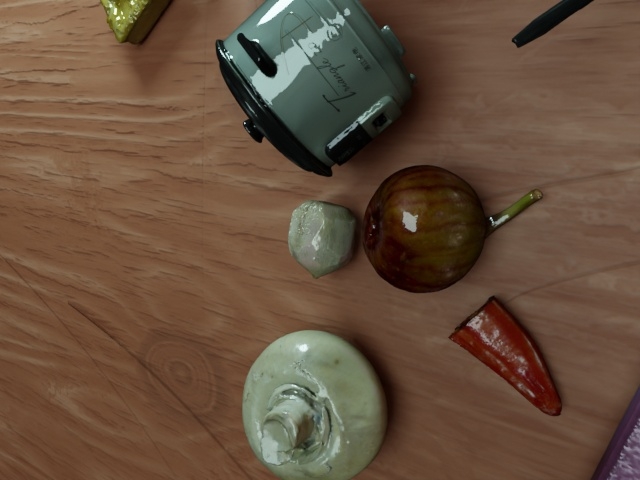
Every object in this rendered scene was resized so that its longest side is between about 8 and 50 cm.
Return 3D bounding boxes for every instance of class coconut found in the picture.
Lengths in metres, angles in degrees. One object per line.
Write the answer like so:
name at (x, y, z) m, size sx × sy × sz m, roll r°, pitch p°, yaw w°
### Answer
coconut at (0.000, 0.000, 0.790) m, size 0.110 × 0.110 × 0.125 m, roll 15°, pitch 96°, yaw 30°

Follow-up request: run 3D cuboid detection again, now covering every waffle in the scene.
waffle at (-0.346, -0.540, 0.986) m, size 0.274 × 0.057 × 0.168 m, roll -37°, pitch 76°, yaw 29°

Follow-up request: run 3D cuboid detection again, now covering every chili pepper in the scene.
chili pepper at (0.261, 0.165, 0.669) m, size 0.169 × 0.064 × 0.088 m, roll 50°, pitch 118°, yaw 15°

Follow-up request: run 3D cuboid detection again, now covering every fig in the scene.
fig at (0.165, -0.013, 0.674) m, size 0.175 × 0.206 × 0.175 m, roll -179°, pitch 90°, yaw -71°

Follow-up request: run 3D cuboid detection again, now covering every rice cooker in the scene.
rice cooker at (-0.014, -0.221, 0.687) m, size 0.227 × 0.280 × 0.241 m, roll -38°, pitch 76°, yaw 12°

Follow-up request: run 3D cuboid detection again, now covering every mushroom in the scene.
mushroom at (-0.019, 0.267, 0.773) m, size 0.245 × 0.202 × 0.247 m, roll 1°, pitch 93°, yaw 21°

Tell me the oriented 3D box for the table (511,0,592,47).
table at (0.285, -0.337, 0.395) m, size 0.248 × 0.317 × 0.318 m, roll -22°, pitch 80°, yaw -8°

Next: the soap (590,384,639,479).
soap at (0.421, 0.292, 0.565) m, size 0.181 × 0.081 × 0.260 m, roll 26°, pitch 107°, yaw 28°
